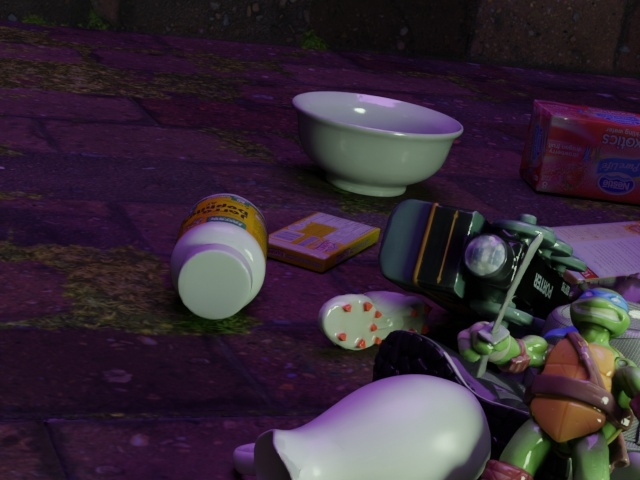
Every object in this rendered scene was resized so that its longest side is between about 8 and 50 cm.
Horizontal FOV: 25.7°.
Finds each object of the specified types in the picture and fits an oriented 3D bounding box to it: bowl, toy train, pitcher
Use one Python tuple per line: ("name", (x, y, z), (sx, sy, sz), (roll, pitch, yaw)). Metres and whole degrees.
("bowl", (0.089, -0.158, 2.418), (0.297, 0.134, 0.298), (9, 16, -2))
("toy train", (0.201, 0.039, 1.699), (0.190, 0.142, 0.334), (14, -6, 24))
("pitcher", (0.034, 0.191, 1.288), (0.207, 0.125, 0.178), (-11, 8, -23))

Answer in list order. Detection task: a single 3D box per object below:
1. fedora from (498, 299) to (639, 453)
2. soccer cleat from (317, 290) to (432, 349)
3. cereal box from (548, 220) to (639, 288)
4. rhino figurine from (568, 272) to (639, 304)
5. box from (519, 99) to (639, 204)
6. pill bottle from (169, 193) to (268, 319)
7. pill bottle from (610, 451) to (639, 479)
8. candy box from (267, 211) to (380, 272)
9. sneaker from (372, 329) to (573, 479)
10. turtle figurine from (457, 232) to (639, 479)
("fedora", (0.334, 0.140, 1.576), (0.275, 0.124, 0.244), (8, 16, -3))
("soccer cleat", (0.055, 0.093, 1.700), (0.076, 0.068, 0.196), (17, 11, 40))
("cereal box", (0.433, 0.029, 2.069), (0.240, 0.047, 0.173), (-5, 27, -21))
("rhino figurine", (0.427, 0.085, 1.901), (0.243, 0.073, 0.106), (9, 14, 3))
("box", (0.543, -0.160, 2.638), (0.300, 0.154, 0.142), (8, 17, -9))
("pill bottle", (-0.125, 0.022, 1.734), (0.117, 0.118, 0.208), (8, 17, -2))
("pill bottle", (0.356, 0.242, 1.286), (0.184, 0.103, 0.103), (1, 18, -24))
("candy box", (0.000, 0.000, 2.032), (0.105, 0.027, 0.206), (18, 19, 20))
("sneaker", (0.174, 0.184, 1.429), (0.124, 0.107, 0.283), (8, 18, -45))
("turtle figurine", (0.206, 0.148, 1.175), (0.197, 0.266, 0.274), (22, -12, -14))
